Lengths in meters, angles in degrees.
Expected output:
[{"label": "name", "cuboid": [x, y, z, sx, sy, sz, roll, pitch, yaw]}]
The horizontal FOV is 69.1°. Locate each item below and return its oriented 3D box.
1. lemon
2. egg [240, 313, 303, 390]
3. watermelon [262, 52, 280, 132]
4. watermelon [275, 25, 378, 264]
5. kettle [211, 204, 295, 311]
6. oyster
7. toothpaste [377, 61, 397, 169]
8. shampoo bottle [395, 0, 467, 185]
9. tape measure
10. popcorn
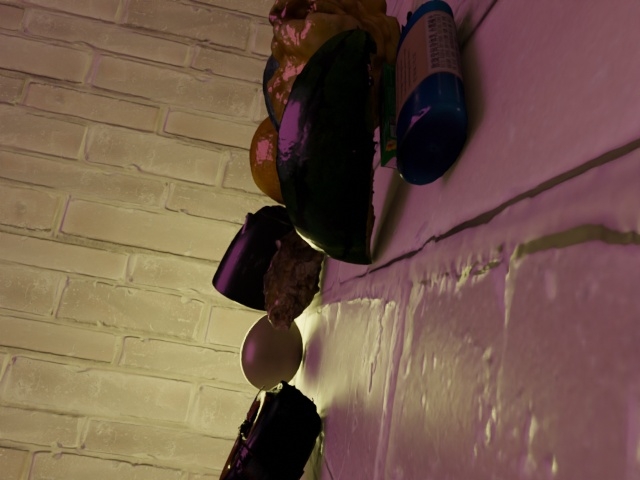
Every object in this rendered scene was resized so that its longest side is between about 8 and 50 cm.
[{"label": "lemon", "cuboid": [-0.071, -0.237, 1.338, 0.293, 0.292, 0.293, -169, 90, -85]}, {"label": "egg", "cuboid": [-0.144, 0.330, 1.401, 0.186, 0.185, 0.242, 106, 174, -52]}, {"label": "watermelon", "cuboid": [0.009, -0.294, 0.926, 0.213, 0.289, 0.320, -35, -50, -39]}, {"label": "watermelon", "cuboid": [0.025, -0.095, 0.556, 0.129, 0.123, 0.301, -35, -50, -56]}, {"label": "kettle", "cuboid": [-0.143, 0.042, 1.375, 0.207, 0.268, 0.290, 32, 99, 52]}, {"label": "oyster", "cuboid": [-0.060, 0.092, 1.236, 0.238, 0.114, 0.351, 84, -157, -46]}, {"label": "toothpaste", "cuboid": [0.088, -0.141, 0.514, 0.179, 0.043, 0.037, -84, 4, -47]}, {"label": "shampoo bottle", "cuboid": [0.093, -0.142, 0.407, 0.087, 0.050, 0.183, 102, 176, -54]}, {"label": "tape measure", "cuboid": [-0.085, 0.362, 0.807, 0.202, 0.135, 0.223, -57, 2, 11]}, {"label": "popcorn", "cuboid": [0.024, -0.244, 0.636, 0.226, 0.200, 0.203, -38, -15, -8]}]
